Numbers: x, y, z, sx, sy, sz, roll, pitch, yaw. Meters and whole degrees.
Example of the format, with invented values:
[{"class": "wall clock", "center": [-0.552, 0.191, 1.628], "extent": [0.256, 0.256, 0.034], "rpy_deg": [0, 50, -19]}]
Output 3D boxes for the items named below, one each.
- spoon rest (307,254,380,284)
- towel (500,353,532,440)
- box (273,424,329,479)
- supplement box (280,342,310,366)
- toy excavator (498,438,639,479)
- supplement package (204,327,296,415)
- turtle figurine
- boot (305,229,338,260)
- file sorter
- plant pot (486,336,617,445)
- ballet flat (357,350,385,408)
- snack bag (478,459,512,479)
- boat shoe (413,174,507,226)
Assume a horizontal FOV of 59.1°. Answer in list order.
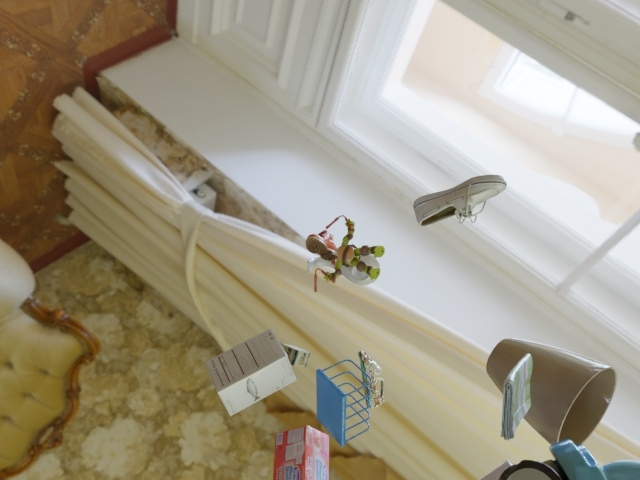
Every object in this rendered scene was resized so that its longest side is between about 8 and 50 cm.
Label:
[{"class": "spoon rest", "center": [0.089, 0.099, 2.144], "extent": [0.084, 0.276, 0.137], "rpy_deg": [-81, 177, -70]}, {"class": "towel", "center": [0.361, 0.279, 1.021], "extent": [0.152, 0.023, 0.113], "rpy_deg": [-15, 108, -55]}, {"class": "box", "center": [-0.067, 0.833, 1.999], "extent": [0.154, 0.300, 0.142], "rpy_deg": [-26, 134, 29]}, {"class": "supplement box", "center": [-0.097, 0.409, 2.008], "extent": [0.083, 0.083, 0.056], "rpy_deg": [26, 81, -53]}, {"class": "toy excavator", "center": [0.545, 0.459, 0.809], "extent": [0.445, 0.433, 0.222], "rpy_deg": [-29, 141, 9]}, {"class": "supplement package", "center": [-0.166, 0.313, 1.349], "extent": [0.179, 0.105, 0.105], "rpy_deg": [-26, 132, -13]}, {"class": "turtle figurine", "center": [0.093, 0.062, 1.815], "extent": [0.087, 0.217, 0.270], "rpy_deg": [32, 76, -51]}, {"class": "boot", "center": [0.000, 0.000, 1.724], "extent": [0.059, 0.085, 0.158], "rpy_deg": [-15, 155, 23]}, {"class": "file sorter", "center": [0.063, 0.414, 1.456], "extent": [0.104, 0.118, 0.170], "rpy_deg": [-17, 122, -29]}, {"class": "plant pot", "center": [0.596, 0.380, 1.520], "extent": [0.256, 0.274, 0.257], "rpy_deg": [-19, 123, -31]}, {"class": "ballet flat", "center": [0.186, 0.494, 2.028], "extent": [0.077, 0.241, 0.091], "rpy_deg": [-12, -159, -5]}, {"class": "snack bag", "center": [0.450, 0.795, 1.582], "extent": [0.323, 0.037, 0.342], "rpy_deg": [-41, -170, 15]}, {"class": "boat shoe", "center": [0.537, -0.128, 2.155], "extent": [0.367, 0.156, 0.136], "rpy_deg": [-16, 147, 21]}]
